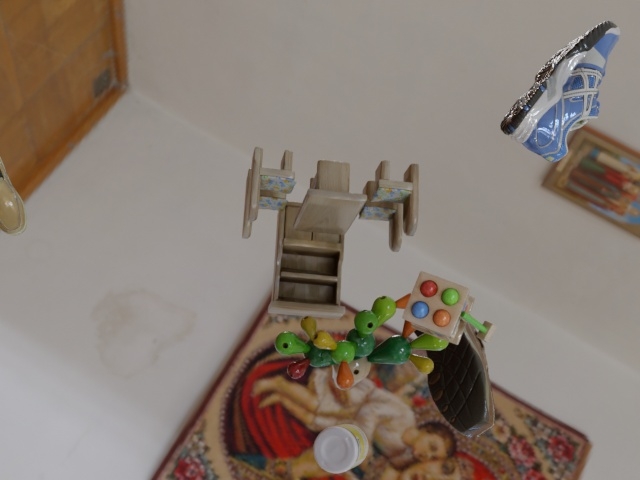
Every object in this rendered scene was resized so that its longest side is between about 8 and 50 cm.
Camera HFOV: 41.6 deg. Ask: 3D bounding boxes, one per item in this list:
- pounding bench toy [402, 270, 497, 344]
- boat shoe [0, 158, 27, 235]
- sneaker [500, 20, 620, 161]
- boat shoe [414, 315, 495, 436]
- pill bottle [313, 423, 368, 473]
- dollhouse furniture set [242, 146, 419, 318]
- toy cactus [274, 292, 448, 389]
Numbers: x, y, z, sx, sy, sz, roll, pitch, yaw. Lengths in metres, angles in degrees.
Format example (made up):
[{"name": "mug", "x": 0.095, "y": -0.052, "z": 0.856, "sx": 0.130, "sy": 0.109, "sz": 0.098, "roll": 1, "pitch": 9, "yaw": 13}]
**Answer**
[{"name": "pounding bench toy", "x": 0.133, "y": 0.073, "z": 0.840, "sx": 0.052, "sy": 0.083, "sz": 0.065, "roll": -67, "pitch": 160, "yaw": -8}, {"name": "boat shoe", "x": -0.635, "y": -0.100, "z": 1.651, "sx": 0.068, "sy": 0.190, "sz": 0.072, "roll": -26, "pitch": 170, "yaw": -18}, {"name": "sneaker", "x": 0.305, "y": -0.183, "z": 1.027, "sx": 0.211, "sy": 0.081, "sz": 0.080, "roll": -49, "pitch": -175, "yaw": -16}, {"name": "boat shoe", "x": 0.271, "y": 0.222, "z": 1.612, "sx": 0.122, "sy": 0.120, "sz": 0.324, "roll": -40, "pitch": -136, "yaw": 28}, {"name": "pill bottle", "x": 0.034, "y": 0.300, "z": 1.221, "sx": 0.065, "sy": 0.065, "sz": 0.116, "roll": -60, "pitch": 163, "yaw": -2}, {"name": "dollhouse furniture set", "x": 0.000, "y": 0.000, "z": 1.138, "sx": 0.242, "sy": 0.212, "sz": 0.161, "roll": 120, "pitch": -25, "yaw": -71}, {"name": "toy cactus", "x": 0.052, "y": 0.145, "z": 1.045, "sx": 0.219, "sy": 0.112, "sz": 0.180, "roll": -11, "pitch": 151, "yaw": -16}]
